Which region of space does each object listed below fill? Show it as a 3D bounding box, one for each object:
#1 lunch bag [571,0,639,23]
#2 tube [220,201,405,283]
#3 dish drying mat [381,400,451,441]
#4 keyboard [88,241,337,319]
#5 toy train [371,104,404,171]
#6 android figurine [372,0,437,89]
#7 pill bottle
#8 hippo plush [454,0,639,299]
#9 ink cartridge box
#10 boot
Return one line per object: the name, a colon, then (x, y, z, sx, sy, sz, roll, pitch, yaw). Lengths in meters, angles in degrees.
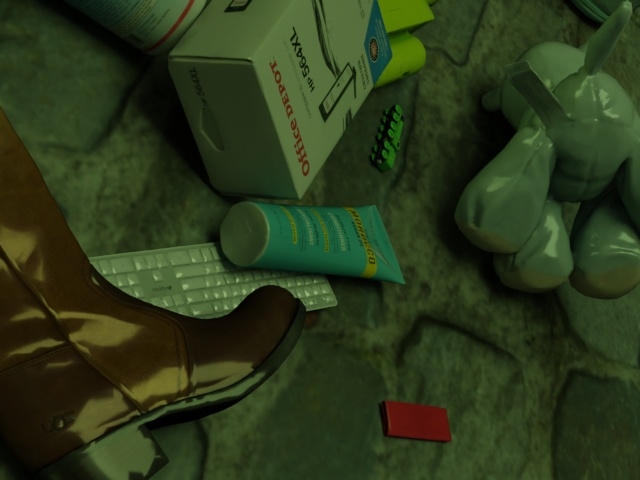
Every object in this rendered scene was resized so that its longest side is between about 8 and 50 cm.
lunch bag: (0.315, -0.414, 1.779, 0.279, 0.108, 0.224, 37, 48, -26)
tube: (0.000, 0.000, 1.229, 0.207, 0.052, 0.080, 4, 66, -53)
dish drying mat: (0.084, 0.160, 1.267, 0.083, 0.008, 0.032, 13, 59, -44)
keyboard: (-0.083, 0.035, 1.154, 0.256, 0.014, 0.072, -7, 73, -49)
toy train: (0.068, -0.100, 1.396, 0.024, 0.017, 0.083, 49, 39, -30)
android figurine: (0.016, -0.266, 1.407, 0.273, 0.056, 0.248, -29, 90, -52)
pill bottle: (-0.174, -0.223, 1.149, 0.160, 0.087, 0.087, 32, 48, -32)
hippo plush: (0.229, -0.097, 1.467, 0.294, 0.234, 0.236, 59, 6, -27)
ink cartridge box: (-0.028, -0.152, 1.203, 0.203, 0.085, 0.148, -60, 144, -38)
boot: (-0.167, 0.021, 1.017, 0.264, 0.096, 0.280, -37, 92, -33)
